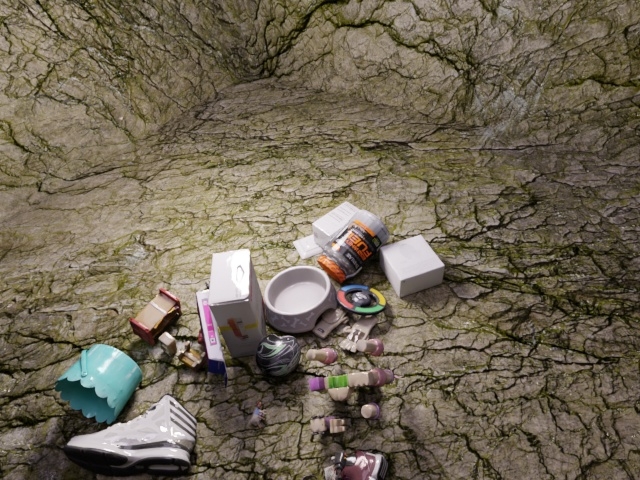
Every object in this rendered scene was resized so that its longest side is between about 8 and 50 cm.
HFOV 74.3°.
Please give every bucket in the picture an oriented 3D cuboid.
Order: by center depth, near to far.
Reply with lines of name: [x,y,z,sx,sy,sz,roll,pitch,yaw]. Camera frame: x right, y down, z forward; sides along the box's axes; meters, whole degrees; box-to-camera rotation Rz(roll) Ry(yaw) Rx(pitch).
bucket: [-0.850,0.549,1.636,0.281,0.281,0.183,9,38,15]

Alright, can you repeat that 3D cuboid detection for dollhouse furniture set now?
dollhouse furniture set: [-0.629,0.404,1.867,0.374,0.152,0.201,31,54,11]

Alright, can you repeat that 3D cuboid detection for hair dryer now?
hair dryer: [0.030,0.839,1.313,0.223,0.080,0.293,-48,21,19]

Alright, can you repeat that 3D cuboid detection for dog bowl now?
dog bowl: [-0.098,0.253,1.928,0.349,0.102,0.349,-9,38,7]

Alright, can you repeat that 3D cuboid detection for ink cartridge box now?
ink cartridge box: [-0.440,0.401,1.705,0.069,0.176,0.371,-11,61,-21]
ink cartridge box: [-0.338,0.265,1.773,0.160,0.384,0.279,-8,44,-2]

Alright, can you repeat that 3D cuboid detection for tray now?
tray: [0.000,0.000,2.250,0.270,0.030,0.145,-21,46,-14]

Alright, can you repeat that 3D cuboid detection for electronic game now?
electronic game: [0.184,0.265,1.904,0.229,0.048,0.229,7,26,-3]

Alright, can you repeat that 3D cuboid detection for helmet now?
helmet: [-0.163,0.467,1.711,0.161,0.169,0.169,4,44,31]

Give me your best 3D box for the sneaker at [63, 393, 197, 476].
sneaker: [-0.673,0.706,1.560,0.447,0.169,0.257,4,37,0]

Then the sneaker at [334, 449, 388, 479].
sneaker: [0.102,0.826,1.383,0.162,0.106,0.281,5,45,34]

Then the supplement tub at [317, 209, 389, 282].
supplement tub: [0.156,0.031,2.041,0.207,0.207,0.338,35,77,34]

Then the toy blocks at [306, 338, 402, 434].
toy blocks: [0.132,0.545,1.589,0.288,0.260,0.309,-18,65,29]

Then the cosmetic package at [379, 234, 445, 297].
cosmetic package: [0.428,0.120,2.002,0.224,0.138,0.224,-17,44,-10]

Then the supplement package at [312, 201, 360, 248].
supplement package: [0.095,-0.068,2.187,0.244,0.139,0.134,-34,52,-27]

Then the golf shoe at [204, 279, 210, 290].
golf shoe: [-0.471,0.235,2.038,0.198,0.077,0.094,34,57,32]

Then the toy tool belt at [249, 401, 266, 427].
toy tool belt: [-0.231,0.664,1.607,0.051,0.052,0.083,30,52,-8]

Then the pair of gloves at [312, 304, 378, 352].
pair of gloves: [0.110,0.377,1.852,0.240,0.042,0.204,20,54,27]
